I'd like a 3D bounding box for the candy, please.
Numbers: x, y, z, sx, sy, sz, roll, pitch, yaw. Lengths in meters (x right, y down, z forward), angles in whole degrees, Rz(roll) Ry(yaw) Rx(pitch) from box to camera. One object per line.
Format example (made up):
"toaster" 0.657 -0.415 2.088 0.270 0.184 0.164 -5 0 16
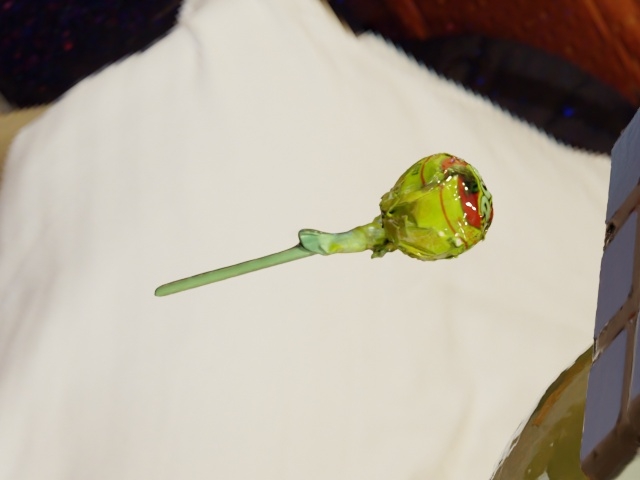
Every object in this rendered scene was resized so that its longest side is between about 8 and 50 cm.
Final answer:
"candy" 0.000 0.000 0.637 0.035 0.123 0.035 -79 152 -72

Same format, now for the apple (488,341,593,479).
"apple" 0.216 0.168 0.900 0.254 0.292 0.292 -38 98 -36

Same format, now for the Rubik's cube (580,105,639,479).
"Rubik's cube" 0.194 0.007 0.641 0.163 0.162 0.160 13 59 -3
